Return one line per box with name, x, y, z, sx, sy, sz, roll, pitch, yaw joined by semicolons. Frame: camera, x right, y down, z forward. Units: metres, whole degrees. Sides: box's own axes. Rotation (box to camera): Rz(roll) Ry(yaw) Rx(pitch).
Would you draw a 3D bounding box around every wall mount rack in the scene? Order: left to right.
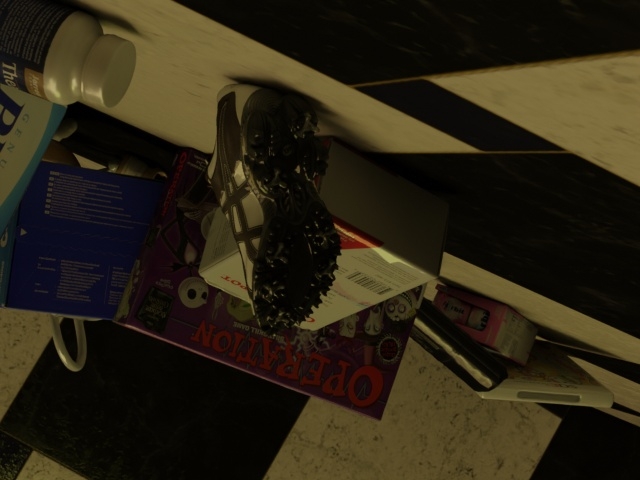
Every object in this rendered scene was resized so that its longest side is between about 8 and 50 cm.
wall mount rack;-0.316;-0.014;1.729;0.130;0.350;0.304;-14;173;5

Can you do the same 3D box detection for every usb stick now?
usb stick;0.133;0.106;1.784;0.278;0.045;0.077;40;158;-8

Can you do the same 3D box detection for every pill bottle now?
pill bottle;-0.192;-0.133;0.925;0.120;0.067;0.067;20;175;12

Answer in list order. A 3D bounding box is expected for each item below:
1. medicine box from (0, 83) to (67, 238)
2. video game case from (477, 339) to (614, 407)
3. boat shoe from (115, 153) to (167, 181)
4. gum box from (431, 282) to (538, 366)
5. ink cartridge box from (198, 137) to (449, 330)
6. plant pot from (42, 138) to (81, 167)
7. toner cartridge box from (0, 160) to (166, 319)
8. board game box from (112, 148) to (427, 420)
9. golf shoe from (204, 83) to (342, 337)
medicine box;-0.423;-0.083;1.236;0.149;0.263;0.289;26;178;33
video game case;0.292;0.188;1.974;0.206;0.026;0.227;6;-166;-17
boat shoe;-0.227;-0.067;1.803;0.059;0.063;0.170;26;176;14
gum box;0.227;0.120;1.883;0.107;0.062;0.188;18;174;26
ink cartridge box;0.000;0.000;1.105;0.127;0.072;0.175;28;148;-27
plant pot;-0.387;-0.105;1.513;0.236;0.032;0.236;6;176;0
toner cartridge box;-0.200;0.014;1.523;0.348;0.165;0.075;10;174;-33
board game box;-0.043;0.056;1.521;0.347;0.208;0.056;23;175;-28
golf shoe;-0.038;-0.026;0.983;0.077;0.198;0.094;-19;-145;-30
